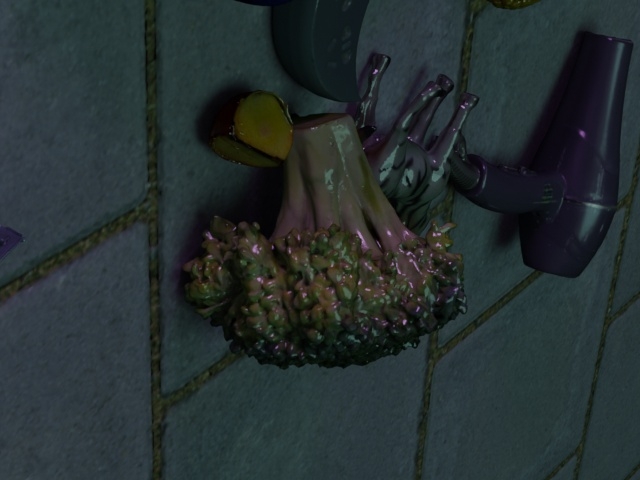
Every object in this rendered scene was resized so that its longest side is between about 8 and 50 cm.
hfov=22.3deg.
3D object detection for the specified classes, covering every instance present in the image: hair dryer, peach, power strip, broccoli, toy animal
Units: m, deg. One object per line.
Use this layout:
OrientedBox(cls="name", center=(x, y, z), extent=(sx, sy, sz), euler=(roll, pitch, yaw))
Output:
OrientedBox(cls="hair dryer", center=(0.247, -0.107, 1.913), extent=(0.361, 0.121, 0.301), euler=(0, 105, -52))
OrientedBox(cls="peach", center=(-0.067, -0.095, 1.451), extent=(0.083, 0.050, 0.077), euler=(-42, 123, -49))
OrientedBox(cls="power strip", center=(0.035, -0.253, 1.482), extent=(0.167, 0.054, 0.253), euler=(10, 106, -61))
OrientedBox(cls="broccoli", center=(0.000, 0.000, 1.544), extent=(0.247, 0.263, 0.243), euler=(-80, 162, -78))
OrientedBox(cls="toy animal", center=(0.100, -0.094, 1.689), extent=(0.170, 0.090, 0.255), euler=(-56, 148, -5))

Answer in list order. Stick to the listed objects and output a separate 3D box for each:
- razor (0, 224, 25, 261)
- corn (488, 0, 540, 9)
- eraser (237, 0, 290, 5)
OrientedBox(cls="razor", center=(-0.273, -0.025, 1.199), extent=(0.068, 0.040, 0.135), euler=(-50, 144, -23))
OrientedBox(cls="corn", center=(0.249, -0.308, 1.755), extent=(0.231, 0.080, 0.080), euler=(-30, 137, -45))
OrientedBox(cls="eraser", center=(-0.081, -0.306, 1.200), extent=(0.155, 0.101, 0.332), euler=(-57, 150, -9))
